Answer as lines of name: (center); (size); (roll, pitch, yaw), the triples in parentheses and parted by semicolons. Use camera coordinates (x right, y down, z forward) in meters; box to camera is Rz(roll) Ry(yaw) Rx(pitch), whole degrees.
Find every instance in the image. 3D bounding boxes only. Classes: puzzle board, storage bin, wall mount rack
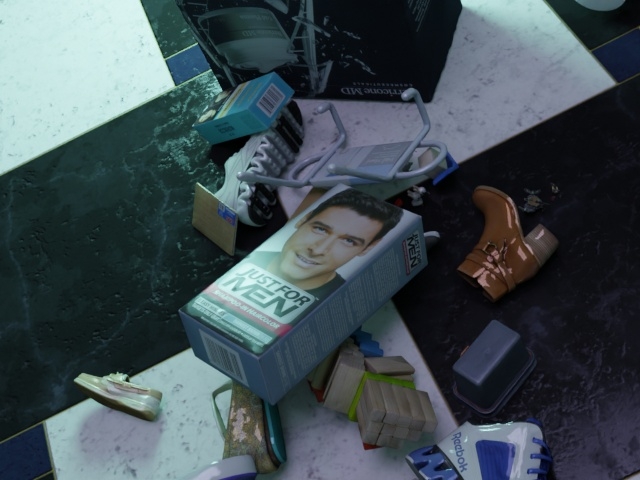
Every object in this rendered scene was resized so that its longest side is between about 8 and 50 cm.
puzzle board: (-0.199, -0.041, 1.853); (0.011, 0.096, 0.128); (-20, 42, -39)
storage bin: (0.260, 0.189, 1.517); (0.098, 0.091, 0.135); (33, 71, 35)
wall mount rack: (0.034, -0.153, 1.740); (0.350, 0.130, 0.304); (-3, 34, 39)

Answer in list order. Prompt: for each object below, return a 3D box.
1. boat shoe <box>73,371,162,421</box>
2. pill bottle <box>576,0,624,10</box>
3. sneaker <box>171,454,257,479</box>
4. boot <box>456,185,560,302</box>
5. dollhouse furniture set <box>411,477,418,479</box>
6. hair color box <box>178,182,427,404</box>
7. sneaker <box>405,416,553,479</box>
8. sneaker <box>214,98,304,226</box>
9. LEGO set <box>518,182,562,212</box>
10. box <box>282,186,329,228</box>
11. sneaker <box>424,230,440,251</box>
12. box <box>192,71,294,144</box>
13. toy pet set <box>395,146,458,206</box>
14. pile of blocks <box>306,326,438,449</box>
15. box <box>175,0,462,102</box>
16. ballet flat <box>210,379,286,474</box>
boat shoe: (-0.352, 0.263, 1.712); (0.170, 0.063, 0.059); (18, 61, 19)
pill bottle: (0.591, -0.596, 1.897); (0.169, 0.169, 0.301); (18, 64, 30)
sneaker: (-0.199, 0.488, 1.447); (0.323, 0.130, 0.236); (-29, 71, 3)
boot: (0.286, 0.002, 1.653); (0.152, 0.073, 0.197); (-41, 50, -6)
dollhouse furniture set: (0.088, 0.373, 1.456); (0.114, 0.081, 0.091); (-32, 52, -3)
hair color box: (-0.019, 0.073, 1.555); (0.185, 0.113, 0.374); (25, 52, 37)
sneaker: (0.281, 0.352, 1.371); (0.182, 0.127, 0.315); (-42, 51, -8)
sneaker: (-0.123, -0.162, 1.903); (0.118, 0.110, 0.292); (5, 57, 33)
LEGO set: (0.381, -0.069, 1.702); (0.083, 0.023, 0.054); (-11, 55, -3)
box: (0.000, 0.000, 1.789); (0.164, 0.021, 0.201); (23, 67, 31)
sneaker: (0.147, 0.042, 1.696); (0.158, 0.061, 0.065); (-31, 79, -1)
box: (-0.156, -0.259, 1.929); (0.244, 0.060, 0.100); (-5, 48, 57)
toy pet set: (0.191, -0.123, 1.797); (0.114, 0.065, 0.122); (-40, 39, 36)
pile of blocks: (0.051, 0.226, 1.577); (0.362, 0.149, 0.112); (46, 123, 46)
box: (-0.020, -0.533, 1.885); (0.480, 0.471, 0.297); (6, 60, 23)
ballet flat: (-0.128, 0.222, 1.620); (0.123, 0.123, 0.348); (-13, 56, 11)
